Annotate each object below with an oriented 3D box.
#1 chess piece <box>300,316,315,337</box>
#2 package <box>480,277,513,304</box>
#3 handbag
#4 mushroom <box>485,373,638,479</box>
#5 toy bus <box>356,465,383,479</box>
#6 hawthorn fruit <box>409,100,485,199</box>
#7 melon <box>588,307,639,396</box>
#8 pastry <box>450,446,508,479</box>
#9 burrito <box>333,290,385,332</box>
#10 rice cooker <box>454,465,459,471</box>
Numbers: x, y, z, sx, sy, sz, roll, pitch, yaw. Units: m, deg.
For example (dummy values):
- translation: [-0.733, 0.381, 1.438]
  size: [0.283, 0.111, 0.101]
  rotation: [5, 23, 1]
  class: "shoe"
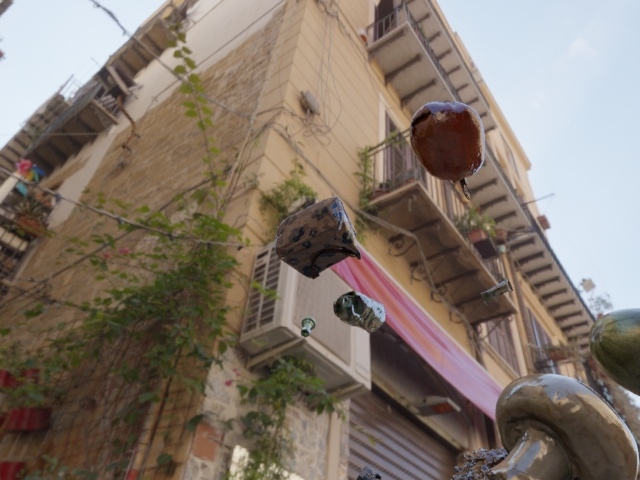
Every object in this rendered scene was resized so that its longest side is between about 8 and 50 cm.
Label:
- translation: [-0.061, 0.391, 2.215]
  size: [0.067, 0.103, 0.067]
  rotation: [3, -70, 9]
  class: "chess piece"
- translation: [0.461, 0.134, 1.292]
  size: [0.110, 0.037, 0.015]
  rotation: [-22, -3, -26]
  class: "package"
- translation: [0.000, 0.000, 1.638]
  size: [0.252, 0.190, 0.193]
  rotation: [-26, -53, 18]
  class: "handbag"
- translation: [0.488, 0.442, 1.047]
  size: [0.290, 0.297, 0.297]
  rotation: [-25, -32, -31]
  class: "mushroom"
- translation: [0.171, 0.693, 1.343]
  size: [0.166, 0.047, 0.065]
  rotation: [35, -56, 21]
  class: "toy bus"
- translation: [0.375, -0.255, 1.417]
  size: [0.211, 0.211, 0.298]
  rotation: [-15, -85, 22]
  class: "hawthorn fruit"
- translation: [0.912, 0.313, 1.362]
  size: [0.330, 0.248, 0.248]
  rotation: [19, -43, 2]
  class: "melon"
- translation: [0.458, 0.613, 1.220]
  size: [0.275, 0.275, 0.192]
  rotation: [18, -86, -11]
  class: "pastry"
- translation: [0.105, 0.186, 1.266]
  size: [0.096, 0.066, 0.309]
  rotation: [-41, -25, 4]
  class: "burrito"
- translation: [0.517, 0.859, 1.512]
  size: [0.317, 0.316, 0.264]
  rotation: [3, -54, 5]
  class: "rice cooker"
